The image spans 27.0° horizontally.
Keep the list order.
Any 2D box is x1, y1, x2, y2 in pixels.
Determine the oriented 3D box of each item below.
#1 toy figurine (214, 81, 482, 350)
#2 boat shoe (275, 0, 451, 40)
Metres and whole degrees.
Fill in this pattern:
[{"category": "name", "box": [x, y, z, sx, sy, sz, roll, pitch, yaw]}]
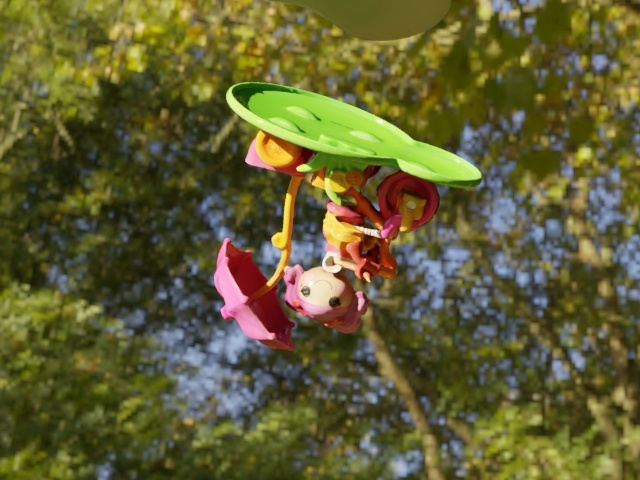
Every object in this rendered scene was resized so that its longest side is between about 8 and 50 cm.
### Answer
[{"category": "toy figurine", "box": [0.000, 0.000, 0.879, 0.173, 0.130, 0.159, 20, -72, 6]}, {"category": "boat shoe", "box": [0.001, -0.214, 0.988, 0.227, 0.081, 0.079, 10, -42, -36]}]
